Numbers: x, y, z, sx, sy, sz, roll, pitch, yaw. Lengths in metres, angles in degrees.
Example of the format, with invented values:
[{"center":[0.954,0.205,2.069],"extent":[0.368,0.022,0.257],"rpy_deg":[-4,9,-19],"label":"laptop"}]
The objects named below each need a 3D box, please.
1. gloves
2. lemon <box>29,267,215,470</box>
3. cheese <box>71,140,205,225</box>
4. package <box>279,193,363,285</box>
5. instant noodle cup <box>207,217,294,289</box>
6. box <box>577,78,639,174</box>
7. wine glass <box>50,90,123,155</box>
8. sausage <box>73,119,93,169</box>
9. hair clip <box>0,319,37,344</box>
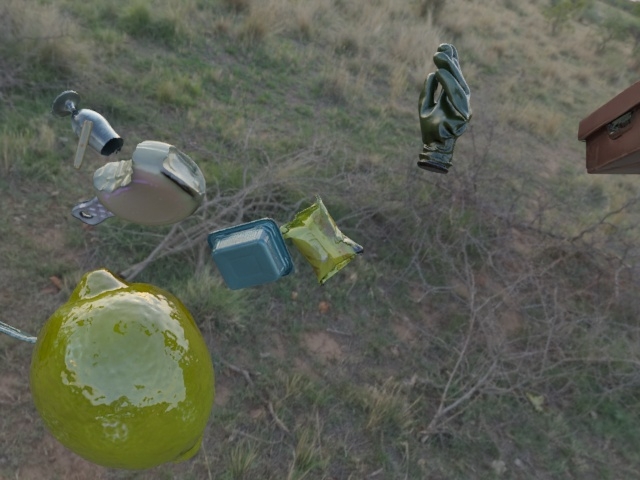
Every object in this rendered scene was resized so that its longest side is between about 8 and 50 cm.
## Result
[{"center":[0.264,-0.278,0.986],"extent":[0.107,0.268,0.135],"rpy_deg":[-5,14,-33],"label":"gloves"},{"center":[-0.210,0.151,0.511],"extent":[0.184,0.184,0.248],"rpy_deg":[-37,108,-51],"label":"lemon"},{"center":[-0.340,-0.079,0.818],"extent":[0.163,0.286,0.082],"rpy_deg":[48,35,-45],"label":"cheese"},{"center":[0.000,0.000,1.251],"extent":[0.226,0.168,0.090],"rpy_deg":[52,-7,-20],"label":"package"},{"center":[-0.163,0.042,1.056],"extent":[0.179,0.157,0.070],"rpy_deg":[-14,27,14],"label":"instant noodle cup"},{"center":[0.480,-0.143,0.574],"extent":[0.215,0.086,0.215],"rpy_deg":[1,-4,5],"label":"box"},{"center":[-0.712,-0.352,1.411],"extent":[0.222,0.103,0.103],"rpy_deg":[42,38,8],"label":"wine glass"},{"center":[-0.616,-0.247,1.194],"extent":[0.024,0.132,0.024],"rpy_deg":[11,-6,1],"label":"sausage"},{"center":[-0.683,0.156,0.960],"extent":[0.036,0.229,0.066],"rpy_deg":[-46,33,-17],"label":"hair clip"}]
